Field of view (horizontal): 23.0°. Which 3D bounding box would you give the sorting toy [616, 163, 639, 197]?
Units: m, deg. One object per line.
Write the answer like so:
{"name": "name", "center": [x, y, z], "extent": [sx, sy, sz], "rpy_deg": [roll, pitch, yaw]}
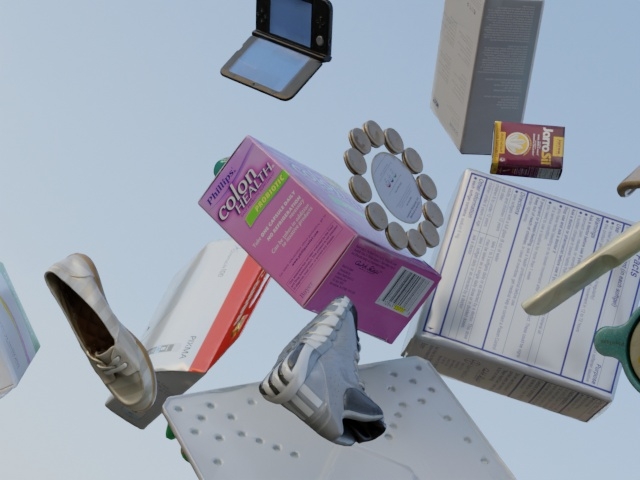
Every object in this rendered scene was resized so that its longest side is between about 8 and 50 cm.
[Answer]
{"name": "sorting toy", "center": [0.452, -0.143, 1.554], "extent": [0.229, 0.307, 0.041], "rpy_deg": [-8, -64, 52]}

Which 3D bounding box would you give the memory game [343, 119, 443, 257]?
{"name": "memory game", "center": [0.092, -0.065, 1.954], "extent": [0.012, 0.186, 0.186], "rpy_deg": [-29, -65, 33]}

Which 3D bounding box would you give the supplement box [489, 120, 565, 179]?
{"name": "supplement box", "center": [0.241, -0.105, 1.834], "extent": [0.083, 0.055, 0.043], "rpy_deg": [4, -16, 3]}

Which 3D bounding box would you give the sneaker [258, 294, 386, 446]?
{"name": "sneaker", "center": [0.021, 0.151, 1.662], "extent": [0.132, 0.229, 0.086], "rpy_deg": [45, -64, -2]}

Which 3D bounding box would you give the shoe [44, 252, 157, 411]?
{"name": "shoe", "center": [-0.279, 0.121, 1.972], "extent": [0.076, 0.058, 0.219], "rpy_deg": [-31, -94, 27]}

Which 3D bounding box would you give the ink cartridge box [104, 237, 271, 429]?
{"name": "ink cartridge box", "center": [-0.190, 0.108, 2.578], "extent": [0.091, 0.308, 0.385], "rpy_deg": [34, -40, -10]}

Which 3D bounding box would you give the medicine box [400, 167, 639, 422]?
{"name": "medicine box", "center": [0.292, 0.080, 2.207], "extent": [0.289, 0.264, 0.149], "rpy_deg": [18, -20, 1]}

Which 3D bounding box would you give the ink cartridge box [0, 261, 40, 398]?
{"name": "ink cartridge box", "center": [-0.423, 0.123, 1.653], "extent": [0.353, 0.207, 0.119], "rpy_deg": [-145, -147, -83]}

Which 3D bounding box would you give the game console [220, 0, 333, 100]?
{"name": "game console", "center": [-0.052, -0.230, 1.789], "extent": [0.122, 0.071, 0.107], "rpy_deg": [26, -55, 39]}

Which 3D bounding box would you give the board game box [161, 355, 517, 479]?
{"name": "board game box", "center": [0.052, 0.309, 1.896], "extent": [0.390, 0.389, 0.050], "rpy_deg": [54, -40, 41]}

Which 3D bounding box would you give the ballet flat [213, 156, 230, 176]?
{"name": "ballet flat", "center": [-0.093, -0.102, 2.649], "extent": [0.188, 0.070, 0.070], "rpy_deg": [20, -28, 35]}

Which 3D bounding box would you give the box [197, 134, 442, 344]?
{"name": "box", "center": [0.000, 0.000, 2.050], "extent": [0.243, 0.117, 0.213], "rpy_deg": [42, 10, 37]}

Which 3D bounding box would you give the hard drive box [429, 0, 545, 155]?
{"name": "hard drive box", "center": [0.232, -0.261, 2.237], "extent": [0.181, 0.089, 0.232], "rpy_deg": [-112, -153, -60]}

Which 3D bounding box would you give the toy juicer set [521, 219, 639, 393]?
{"name": "toy juicer set", "center": [0.415, 0.085, 1.731], "extent": [0.329, 0.209, 0.089], "rpy_deg": [33, 8, -8]}
